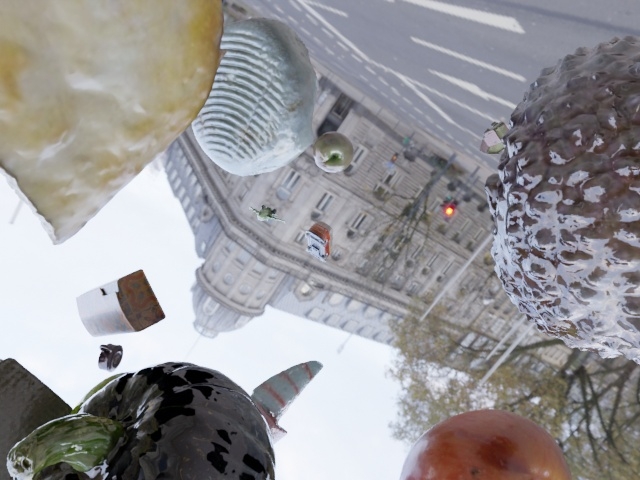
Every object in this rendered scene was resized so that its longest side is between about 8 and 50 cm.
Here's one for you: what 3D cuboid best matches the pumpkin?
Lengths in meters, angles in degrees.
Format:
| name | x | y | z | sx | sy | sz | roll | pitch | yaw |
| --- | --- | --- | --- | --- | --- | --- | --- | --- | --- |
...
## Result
| name | x | y | z | sx | sy | sz | roll | pitch | yaw |
| --- | --- | --- | --- | --- | --- | --- | --- | --- | --- |
| pumpkin | -0.207 | 0.262 | 0.565 | 0.296 | 0.295 | 0.296 | 33 | -167 | -9 |

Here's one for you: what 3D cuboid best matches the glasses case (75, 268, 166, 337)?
| name | x | y | z | sx | sy | sz | roll | pitch | yaw |
| --- | --- | --- | --- | --- | --- | --- | --- | --- | --- |
| glasses case | -0.299 | 0.098 | 0.713 | 0.049 | 0.218 | 0.075 | -30 | -81 | -39 |

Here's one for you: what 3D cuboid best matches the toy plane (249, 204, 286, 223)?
| name | x | y | z | sx | sy | sz | roll | pitch | yaw |
| --- | --- | --- | --- | --- | --- | --- | --- | --- | --- |
| toy plane | -0.138 | -0.068 | 1.247 | 0.102 | 0.040 | 0.111 | 18 | -179 | 8 |

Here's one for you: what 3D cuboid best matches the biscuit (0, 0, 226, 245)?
| name | x | y | z | sx | sy | sz | roll | pitch | yaw |
| --- | --- | --- | --- | --- | --- | --- | --- | --- | --- |
| biscuit | -0.314 | -0.260 | 0.660 | 0.104 | 0.446 | 0.429 | 32 | 160 | 26 |

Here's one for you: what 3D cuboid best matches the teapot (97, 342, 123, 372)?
| name | x | y | z | sx | sy | sz | roll | pitch | yaw |
| --- | --- | --- | --- | --- | --- | --- | --- | --- | --- |
| teapot | -0.514 | 0.280 | 1.190 | 0.045 | 0.100 | 0.067 | 9 | -134 | 9 |

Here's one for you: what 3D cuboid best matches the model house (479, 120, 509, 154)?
| name | x | y | z | sx | sy | sz | roll | pitch | yaw |
| --- | --- | --- | --- | --- | --- | --- | --- | --- | --- |
| model house | 0.340 | -0.198 | 0.967 | 0.057 | 0.058 | 0.083 | 51 | -165 | -12 |

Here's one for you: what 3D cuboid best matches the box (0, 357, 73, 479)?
| name | x | y | z | sx | sy | sz | roll | pitch | yaw |
| --- | --- | --- | --- | --- | --- | --- | --- | --- | --- |
| box | -0.631 | 0.356 | 0.887 | 0.143 | 0.273 | 0.184 | 0 | 133 | 43 |

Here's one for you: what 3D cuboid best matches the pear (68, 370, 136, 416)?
| name | x | y | z | sx | sy | sz | roll | pitch | yaw |
| --- | --- | --- | --- | --- | --- | --- | --- | --- | --- |
| pear | -0.330 | 0.362 | 0.893 | 0.288 | 0.239 | 0.139 | 17 | 163 | -18 |

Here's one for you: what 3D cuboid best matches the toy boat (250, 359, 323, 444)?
| name | x | y | z | sx | sy | sz | roll | pitch | yaw |
| --- | --- | --- | --- | --- | --- | --- | --- | --- | --- |
| toy boat | -0.094 | 0.422 | 1.355 | 0.096 | 0.282 | 0.206 | 18 | 141 | 46 |

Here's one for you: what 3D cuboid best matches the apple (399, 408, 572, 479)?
| name | x | y | z | sx | sy | sz | roll | pitch | yaw |
| --- | --- | --- | --- | --- | --- | --- | --- | --- | --- |
| apple | 0.202 | 0.304 | 0.581 | 0.210 | 0.164 | 0.209 | 13 | -121 | -22 |

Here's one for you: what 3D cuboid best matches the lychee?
| name | x | y | z | sx | sy | sz | roll | pitch | yaw |
| --- | --- | --- | --- | --- | --- | --- | --- | --- | --- |
| lychee | 0.289 | -0.042 | 0.437 | 0.300 | 0.300 | 0.300 | 33 | -167 | -9 |

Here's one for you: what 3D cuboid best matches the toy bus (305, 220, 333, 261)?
| name | x | y | z | sx | sy | sz | roll | pitch | yaw |
| --- | --- | --- | --- | --- | --- | --- | --- | --- | --- |
| toy bus | 0.000 | 0.000 | 1.658 | 0.079 | 0.077 | 0.174 | 33 | 157 | 17 |

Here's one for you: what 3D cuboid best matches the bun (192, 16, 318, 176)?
| name | x | y | z | sx | sy | sz | roll | pitch | yaw |
| --- | --- | --- | --- | --- | --- | --- | --- | --- | --- |
| bun | -0.143 | -0.311 | 1.111 | 0.354 | 0.354 | 0.194 | 41 | -154 | 23 |

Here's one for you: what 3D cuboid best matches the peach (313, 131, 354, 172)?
| name | x | y | z | sx | sy | sz | roll | pitch | yaw |
| --- | --- | --- | --- | --- | --- | --- | --- | --- | --- |
| peach | 0.025 | -0.175 | 0.972 | 0.083 | 0.083 | 0.083 | 33 | -167 | -9 |
